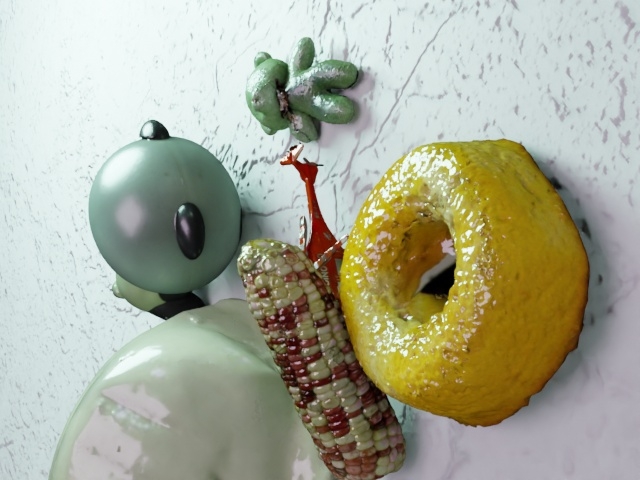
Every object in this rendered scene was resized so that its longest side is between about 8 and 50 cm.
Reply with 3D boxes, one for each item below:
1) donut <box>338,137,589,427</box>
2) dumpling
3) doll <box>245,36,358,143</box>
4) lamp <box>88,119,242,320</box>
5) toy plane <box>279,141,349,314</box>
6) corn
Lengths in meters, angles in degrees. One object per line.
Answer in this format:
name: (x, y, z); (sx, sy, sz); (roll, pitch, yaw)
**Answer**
donut: (0.112, 0.031, 0.766); (0.253, 0.118, 0.253); (-36, 47, 53)
dumpling: (-0.137, 0.255, 0.938); (0.315, 0.233, 0.395); (30, 77, 42)
doll: (-0.025, -0.162, 0.979); (0.150, 0.077, 0.115); (3, 100, 40)
lamp: (-0.187, -0.012, 1.092); (0.244, 0.197, 0.198); (106, 146, -52)
toy plane: (-0.005, 0.004, 0.934); (0.126, 0.077, 0.194); (-53, 48, 33)
corn: (0.001, 0.110, 0.843); (0.086, 0.086, 0.253); (-17, 101, 49)
